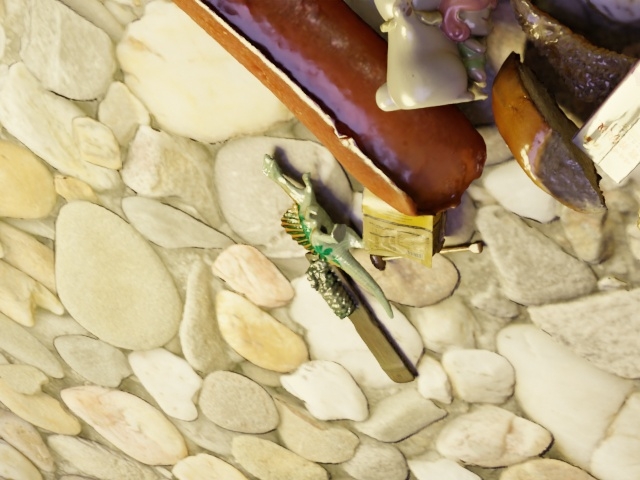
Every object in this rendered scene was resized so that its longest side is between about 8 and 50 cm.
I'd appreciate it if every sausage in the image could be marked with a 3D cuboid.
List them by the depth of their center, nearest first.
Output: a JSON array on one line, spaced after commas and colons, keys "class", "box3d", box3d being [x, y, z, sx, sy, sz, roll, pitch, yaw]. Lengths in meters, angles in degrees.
[{"class": "sausage", "box3d": [-0.002, -0.149, 1.000, 0.330, 0.102, 0.102, 43, 140, -11]}]

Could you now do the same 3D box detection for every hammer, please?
[{"class": "hammer", "box3d": [0.099, 0.012, 1.171, 0.123, 0.014, 0.029, -8, 123, 36]}]

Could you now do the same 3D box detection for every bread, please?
[{"class": "bread", "box3d": [0.170, -0.075, 0.936, 0.044, 0.129, 0.126, -37, 108, 16]}]

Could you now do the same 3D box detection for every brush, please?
[{"class": "brush", "box3d": [0.039, 0.086, 1.278, 0.034, 0.028, 0.190, -9, 127, 40]}]

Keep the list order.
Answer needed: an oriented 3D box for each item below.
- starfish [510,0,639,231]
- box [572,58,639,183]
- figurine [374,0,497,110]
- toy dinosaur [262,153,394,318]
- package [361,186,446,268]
[{"class": "starfish", "box3d": [0.307, -0.105, 0.846, 0.293, 0.084, 0.302, -20, 101, 52]}, {"class": "box", "box3d": [0.223, -0.093, 0.849, 0.050, 0.036, 0.117, 46, 146, 8]}, {"class": "figurine", "box3d": [0.085, -0.175, 0.940, 0.081, 0.098, 0.146, -162, 66, -77]}, {"class": "toy dinosaur", "box3d": [0.003, -0.002, 1.195, 0.106, 0.044, 0.187, 16, 149, 40]}, {"class": "package", "box3d": [0.076, -0.037, 1.105, 0.071, 0.047, 0.131, 19, 141, 17]}]
